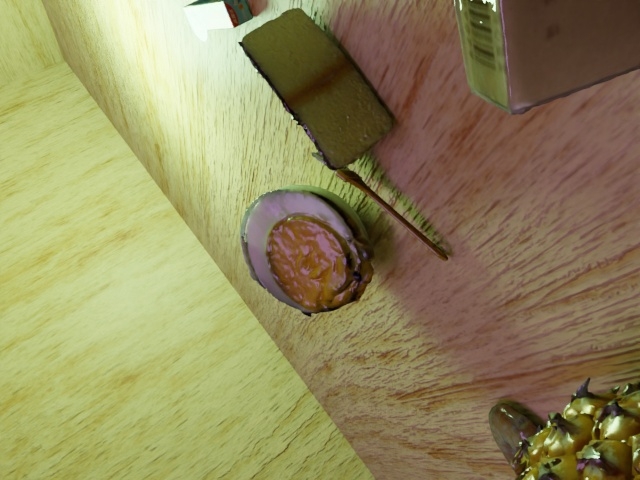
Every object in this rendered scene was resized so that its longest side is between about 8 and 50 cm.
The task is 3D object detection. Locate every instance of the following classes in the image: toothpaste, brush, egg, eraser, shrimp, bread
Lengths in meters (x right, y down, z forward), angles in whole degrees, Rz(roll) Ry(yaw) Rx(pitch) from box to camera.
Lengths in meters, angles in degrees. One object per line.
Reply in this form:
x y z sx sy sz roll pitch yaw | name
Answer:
-0.191 -0.418 1.003 0.193 0.044 0.070 27 146 51 | toothpaste
0.101 -0.058 0.870 0.272 0.013 0.103 42 -164 10 | brush
-0.003 -0.004 1.056 0.286 0.174 0.264 -27 98 44 | egg
0.152 -0.266 0.343 0.078 0.144 0.343 -112 1 -58 | eraser
0.398 0.431 0.961 0.317 0.077 0.168 62 168 -5 | shrimp
-0.024 -0.203 0.831 0.240 0.135 0.178 53 160 1 | bread

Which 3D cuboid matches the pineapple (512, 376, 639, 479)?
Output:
0.346 0.301 0.497 0.352 0.352 0.300 54 164 5 | pineapple
